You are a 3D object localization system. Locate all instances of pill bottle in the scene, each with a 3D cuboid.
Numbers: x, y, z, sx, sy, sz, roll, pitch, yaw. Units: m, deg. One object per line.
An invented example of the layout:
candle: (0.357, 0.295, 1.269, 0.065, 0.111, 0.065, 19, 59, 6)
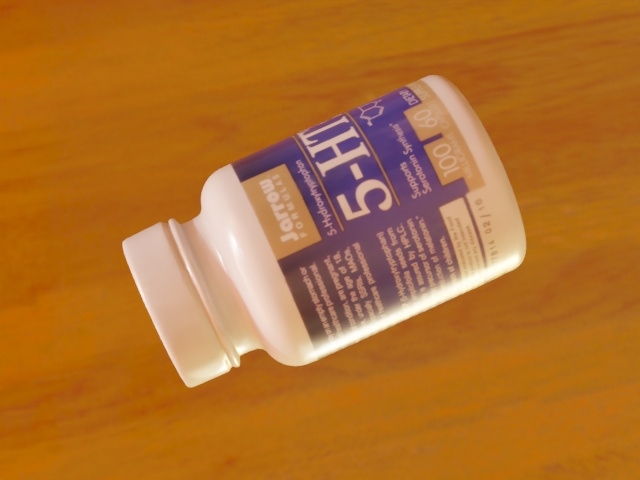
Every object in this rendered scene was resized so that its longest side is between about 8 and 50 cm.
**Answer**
pill bottle: (0.000, 0.000, 0.699, 0.186, 0.112, 0.112, -25, 109, -4)
